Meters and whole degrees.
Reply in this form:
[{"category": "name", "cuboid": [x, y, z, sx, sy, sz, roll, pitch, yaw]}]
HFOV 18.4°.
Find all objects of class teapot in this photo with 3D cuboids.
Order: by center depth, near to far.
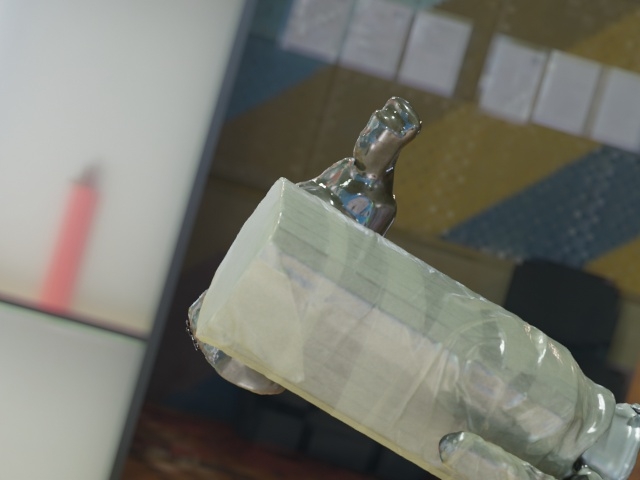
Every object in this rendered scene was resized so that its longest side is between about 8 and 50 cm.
[{"category": "teapot", "cuboid": [0.048, 0.062, 0.869, 0.200, 0.077, 0.107, 30, 20, -12]}]

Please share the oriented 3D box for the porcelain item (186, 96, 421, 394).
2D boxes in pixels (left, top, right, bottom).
[{"category": "porcelain item", "cuboid": [0.000, 0.000, 1.291, 0.069, 0.215, 0.081, 21, 26, -36]}]
